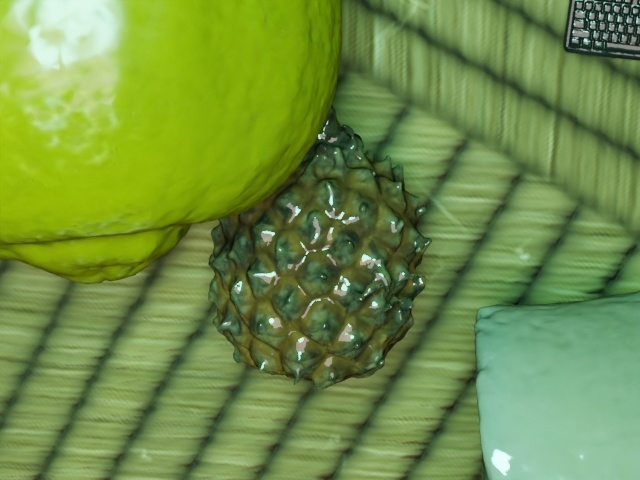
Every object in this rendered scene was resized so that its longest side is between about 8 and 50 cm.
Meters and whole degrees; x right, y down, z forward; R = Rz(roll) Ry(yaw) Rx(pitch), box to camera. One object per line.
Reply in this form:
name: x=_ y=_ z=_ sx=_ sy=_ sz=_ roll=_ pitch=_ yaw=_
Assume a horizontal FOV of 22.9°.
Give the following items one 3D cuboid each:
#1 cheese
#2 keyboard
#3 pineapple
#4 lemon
cheese: x=0.192 y=0.207 z=1.089 sx=0.153 sy=0.292 sz=0.332 roll=-5 pitch=120 yaw=5
keyboard: x=0.250 y=-0.149 z=1.102 sx=0.155 sy=0.010 sz=0.053 roll=6 pitch=108 yaw=2
pineapple: x=0.000 y=0.000 z=1.094 sx=0.166 sy=0.166 sz=0.193 roll=2 pitch=106 yaw=3
lemon: x=-0.147 y=-0.148 z=0.966 sx=0.348 sy=0.348 sz=0.348 roll=1 pitch=109 yaw=3
